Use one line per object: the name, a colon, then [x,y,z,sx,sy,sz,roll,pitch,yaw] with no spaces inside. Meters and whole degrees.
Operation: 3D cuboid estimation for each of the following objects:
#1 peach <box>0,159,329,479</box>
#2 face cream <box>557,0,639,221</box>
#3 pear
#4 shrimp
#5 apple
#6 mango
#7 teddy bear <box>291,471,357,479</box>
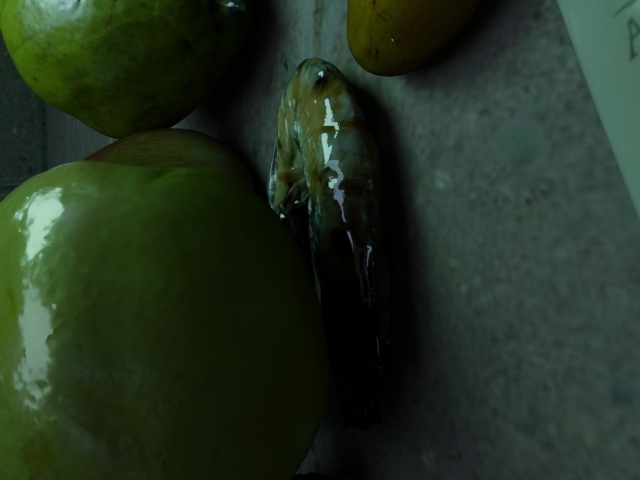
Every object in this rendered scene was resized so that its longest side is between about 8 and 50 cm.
peach: [-0.135,0.088,0.483,0.281,0.314,0.316,-13,76,16]
face cream: [0.193,-0.124,0.246,0.173,0.081,0.349,-32,66,53]
pear: [-0.239,-0.283,0.733,0.375,0.287,0.287,7,98,33]
shrimp: [0.000,0.000,0.575,0.233,0.071,0.365,158,105,-65]
apple: [-0.215,-0.024,0.742,0.257,0.234,0.257,-3,87,59]
mango: [0.070,-0.194,0.424,0.115,0.089,0.165,59,140,38]
teddy bear: [-0.033,0.306,0.586,0.190,0.177,0.140,-32,21,52]
